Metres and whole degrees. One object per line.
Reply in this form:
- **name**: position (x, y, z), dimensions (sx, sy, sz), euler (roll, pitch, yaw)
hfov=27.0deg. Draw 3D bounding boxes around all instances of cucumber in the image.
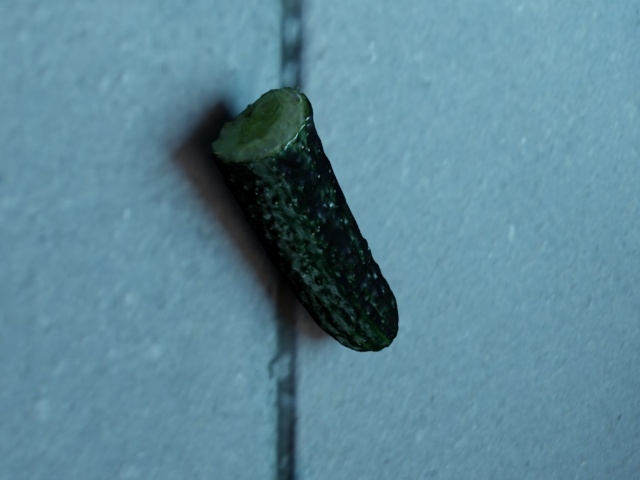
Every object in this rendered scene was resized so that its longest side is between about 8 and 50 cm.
- **cucumber**: position (0.000, 0.000, 0.739), dimensions (0.215, 0.058, 0.052), euler (61, 32, -50)
